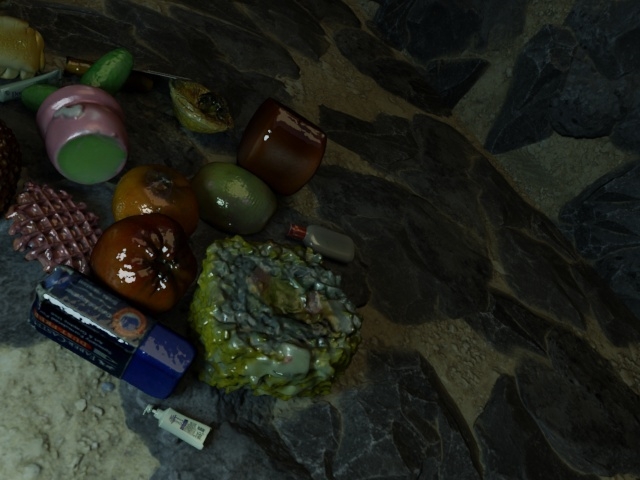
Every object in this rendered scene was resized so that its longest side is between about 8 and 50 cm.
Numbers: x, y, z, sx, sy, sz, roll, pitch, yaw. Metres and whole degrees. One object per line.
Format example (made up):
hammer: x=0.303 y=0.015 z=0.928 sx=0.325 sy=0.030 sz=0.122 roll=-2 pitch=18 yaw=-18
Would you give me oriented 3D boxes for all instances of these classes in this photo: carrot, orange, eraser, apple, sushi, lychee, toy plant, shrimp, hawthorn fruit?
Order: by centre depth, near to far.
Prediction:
eraser: x=-0.418 y=0.190 z=1.099 sx=0.332 sy=0.155 sz=0.102 roll=34 pitch=43 yaw=-5
lychee: x=-0.751 y=-0.152 z=1.141 sx=0.235 sy=0.236 sz=0.271 roll=1 pitch=76 yaw=-36
hawthorn fruit: x=-0.404 y=0.045 z=1.211 sx=0.260 sy=0.224 sz=0.224 roll=7 pitch=11 yaw=42
sushi: x=-0.106 y=0.193 z=1.263 sx=0.396 sy=0.240 sz=0.351 roll=12 pitch=46 yaw=-24
orange: x=-0.407 y=-0.089 z=1.369 sx=0.224 sy=0.170 sz=0.224 roll=19 pitch=43 yaw=-19
toy plant: x=-0.594 y=-0.325 z=1.413 sx=0.317 sy=0.211 sz=0.356 roll=-26 pitch=49 yaw=-5
apple: x=-0.251 y=-0.120 z=1.566 sx=0.265 sy=0.120 sz=0.193 roll=27 pitch=51 yaw=-8
carrot: x=-0.654 y=-0.512 z=1.692 sx=0.260 sy=0.070 sz=0.070 roll=5 pitch=48 yaw=-30
shrimp: x=-0.340 y=-0.443 z=1.750 sx=0.091 sy=0.034 sz=0.161 roll=46 pitch=24 yaw=0

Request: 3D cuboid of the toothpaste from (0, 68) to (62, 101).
toothpaste: x=-0.803 y=-0.419 z=1.496 sx=0.041 sy=0.064 sz=0.218 roll=31 pitch=40 yaw=18

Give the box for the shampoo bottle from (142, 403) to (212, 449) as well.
shampoo bottle: x=-0.291 y=0.370 z=1.106 sx=0.141 sy=0.034 sz=0.049 roll=31 pitch=46 yaw=-6

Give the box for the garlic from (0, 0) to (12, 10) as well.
garlic: x=-0.998 y=-0.653 z=1.442 sx=0.286 sy=0.249 sz=0.313 roll=17 pitch=30 yaw=19

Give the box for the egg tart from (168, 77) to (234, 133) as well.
egg tart: x=-0.400 y=-0.424 z=1.773 sx=0.252 sy=0.098 sz=0.232 roll=40 pitch=29 yaw=-2

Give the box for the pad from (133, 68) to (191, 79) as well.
pad: x=-0.510 y=-0.534 z=1.756 sx=0.156 sy=0.004 sz=0.232 roll=11 pitch=15 yaw=-4

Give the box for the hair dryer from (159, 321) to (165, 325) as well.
hair dryer: x=-0.381 y=0.210 z=1.199 sx=0.083 sy=0.047 sz=0.026 roll=-12 pitch=49 yaw=-21

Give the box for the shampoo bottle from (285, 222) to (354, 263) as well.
shampoo bottle: x=0.000 y=0.000 z=1.678 sx=0.220 sy=0.051 sz=0.108 roll=20 pitch=44 yaw=-21

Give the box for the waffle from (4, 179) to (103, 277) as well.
waffle: x=-0.583 y=-0.021 z=1.217 sx=0.221 sy=0.055 sz=0.234 roll=36 pitch=33 yaw=-40

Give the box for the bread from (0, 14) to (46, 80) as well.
bread: x=-0.874 y=-0.512 z=1.428 sx=0.311 sy=0.121 sz=0.173 roll=-7 pitch=97 yaw=-65

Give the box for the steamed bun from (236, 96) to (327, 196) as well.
steamed bun: x=-0.129 y=-0.282 z=1.698 sx=0.235 sy=0.248 sz=0.379 roll=27 pitch=12 yaw=-19
